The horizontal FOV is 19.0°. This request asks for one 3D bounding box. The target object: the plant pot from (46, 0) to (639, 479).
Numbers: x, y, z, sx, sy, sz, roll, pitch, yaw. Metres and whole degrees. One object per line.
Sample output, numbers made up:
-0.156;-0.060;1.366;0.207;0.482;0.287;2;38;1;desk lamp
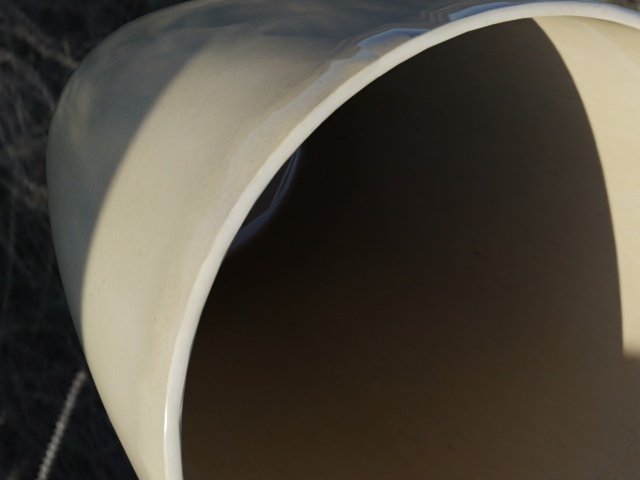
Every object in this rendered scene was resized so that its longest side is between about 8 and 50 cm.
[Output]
0.000;0.000;0.766;0.256;0.256;0.274;-30;31;-17;plant pot
